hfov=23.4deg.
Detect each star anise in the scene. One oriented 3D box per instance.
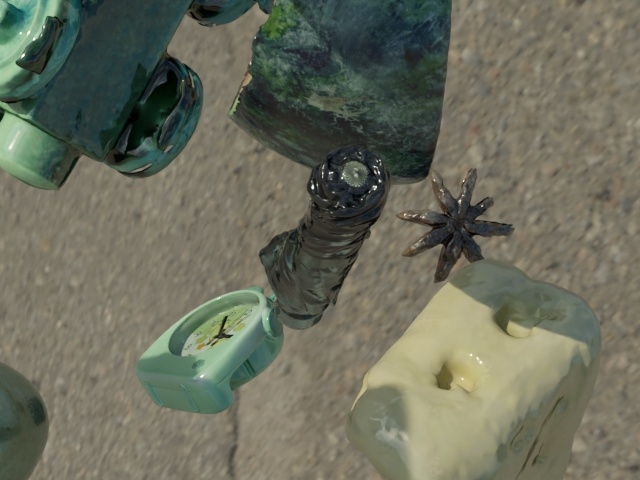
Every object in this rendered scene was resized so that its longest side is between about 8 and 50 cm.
[{"bbox_3d":[0.152,-0.015,1.756,0.141,0.042,0.141,0,93,-5],"label":"star anise"}]

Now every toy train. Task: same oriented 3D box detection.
[{"bbox_3d":[-0.120,-0.129,0.774,0.112,0.163,0.203,34,84,-42],"label":"toy train"}]

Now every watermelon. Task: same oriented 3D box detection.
[{"bbox_3d":[0.009,-0.171,1.137,0.148,0.318,0.226,1,51,-5],"label":"watermelon"}]

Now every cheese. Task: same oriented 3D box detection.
[{"bbox_3d":[0.118,0.180,1.366,0.173,0.248,0.251,25,41,22],"label":"cheese"}]

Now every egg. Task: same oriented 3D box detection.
[{"bbox_3d":[-0.372,0.191,1.490,0.236,0.169,0.169,-2,67,-40],"label":"egg"}]

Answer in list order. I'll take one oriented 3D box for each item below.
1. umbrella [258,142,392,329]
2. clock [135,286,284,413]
[{"bbox_3d":[0.000,0.000,0.851,0.046,0.188,0.050,-39,79,-21],"label":"umbrella"},{"bbox_3d":[-0.106,0.115,1.733,0.188,0.148,0.060,-42,116,-29],"label":"clock"}]
